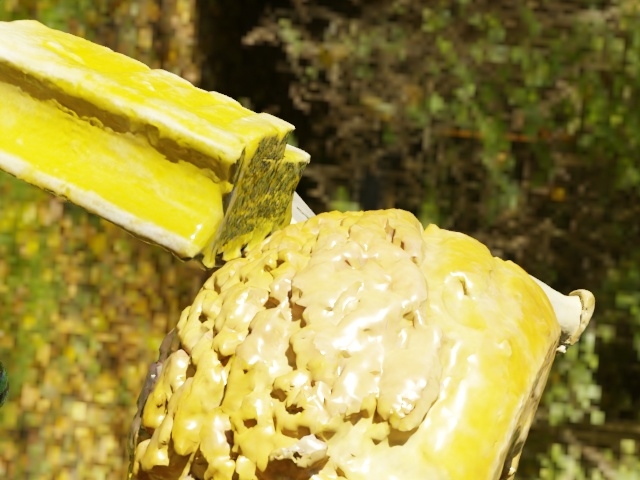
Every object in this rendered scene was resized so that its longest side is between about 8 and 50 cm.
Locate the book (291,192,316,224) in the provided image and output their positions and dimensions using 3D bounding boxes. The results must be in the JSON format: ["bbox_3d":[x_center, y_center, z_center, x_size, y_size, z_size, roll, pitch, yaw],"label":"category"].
[{"bbox_3d":[0.000,0.000,1.867,0.014,0.182,0.127,-43,175,9],"label":"book"}]

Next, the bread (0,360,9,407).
[{"bbox_3d":[-0.396,0.145,1.737,0.071,0.130,0.139,-96,166,-56],"label":"bread"}]

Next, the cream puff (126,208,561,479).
[{"bbox_3d":[-0.001,0.135,1.002,0.327,0.231,0.343,99,16,-50],"label":"cream puff"}]

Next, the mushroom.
[{"bbox_3d":[0.233,0.086,1.945,0.088,0.212,0.097,9,-93,50],"label":"mushroom"}]

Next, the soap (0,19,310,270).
[{"bbox_3d":[-0.169,-0.086,1.476,0.259,0.281,0.143,-15,126,-75],"label":"soap"}]
